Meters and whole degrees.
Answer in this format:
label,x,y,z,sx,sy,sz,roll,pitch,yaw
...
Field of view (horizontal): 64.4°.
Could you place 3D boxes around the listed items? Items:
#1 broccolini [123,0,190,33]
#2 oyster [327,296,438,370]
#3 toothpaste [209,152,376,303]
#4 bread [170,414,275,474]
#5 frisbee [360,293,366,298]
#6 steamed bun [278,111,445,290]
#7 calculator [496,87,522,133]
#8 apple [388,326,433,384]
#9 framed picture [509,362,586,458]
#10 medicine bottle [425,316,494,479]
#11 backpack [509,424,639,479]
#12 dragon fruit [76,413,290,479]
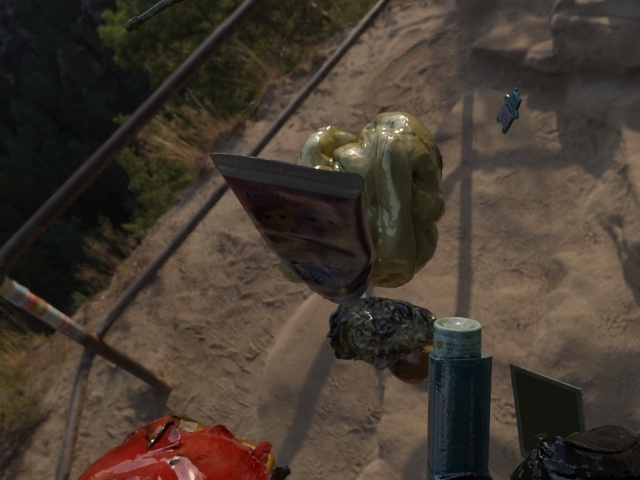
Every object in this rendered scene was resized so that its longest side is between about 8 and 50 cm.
label,x,y,z,sx,sy,sz,roll,pitch,yaw
broccolini,-0.226,-0.423,0.883,0.254,0.057,0.071,-20,69,19
oyster,0.097,0.139,0.761,0.177,0.056,0.106,6,88,13
toothpaste,0.000,0.000,0.412,0.096,0.266,0.061,10,74,13
bread,-0.151,0.286,0.607,0.200,0.077,0.116,4,23,34
frisbee,0.062,0.102,1.167,0.014,0.110,0.110,-53,48,18
steamed bun,0.047,-0.056,0.929,0.372,0.230,0.325,-3,93,47
calculator,0.568,-0.390,1.527,0.019,0.141,0.094,-7,60,-10
apple,0.282,0.321,1.529,0.173,0.188,0.207,7,53,-1
framed picture,0.530,0.425,1.173,0.014,0.253,0.197,-15,11,-26
medicine bottle,0.183,0.237,0.666,0.079,0.124,0.259,-1,95,-5
backpack,0.263,0.237,0.462,0.106,0.165,0.120,-62,37,32
dragon fruit,-0.130,0.273,0.396,0.240,0.252,0.241,2,96,22
